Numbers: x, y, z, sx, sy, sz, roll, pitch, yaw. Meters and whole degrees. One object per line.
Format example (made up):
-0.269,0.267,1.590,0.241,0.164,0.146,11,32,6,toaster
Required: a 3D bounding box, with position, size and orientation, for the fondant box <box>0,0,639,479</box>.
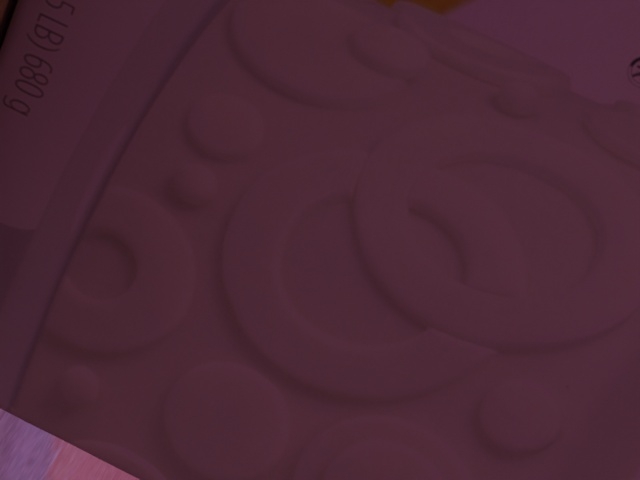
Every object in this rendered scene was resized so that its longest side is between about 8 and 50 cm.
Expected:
0.063,-0.006,0.463,0.238,0.330,0.096,-66,175,18,fondant box
